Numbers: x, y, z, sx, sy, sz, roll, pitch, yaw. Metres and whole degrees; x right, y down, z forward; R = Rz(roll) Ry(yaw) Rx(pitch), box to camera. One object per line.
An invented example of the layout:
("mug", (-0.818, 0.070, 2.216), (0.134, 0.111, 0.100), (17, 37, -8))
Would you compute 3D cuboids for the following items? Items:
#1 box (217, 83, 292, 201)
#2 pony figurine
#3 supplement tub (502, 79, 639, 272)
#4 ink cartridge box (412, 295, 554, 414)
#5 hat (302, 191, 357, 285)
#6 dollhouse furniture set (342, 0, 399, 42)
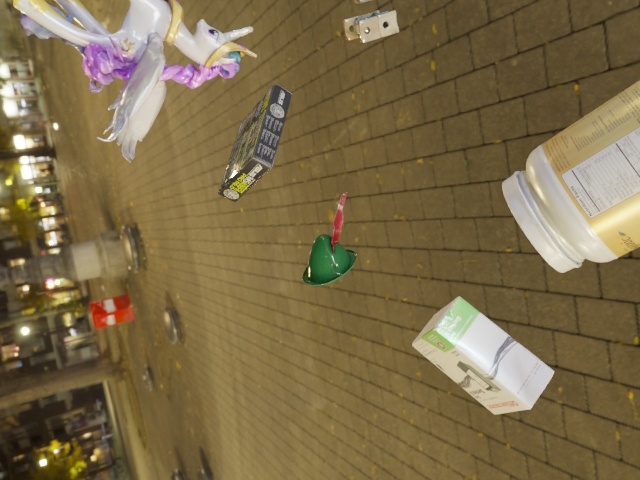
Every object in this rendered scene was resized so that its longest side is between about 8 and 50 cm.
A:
("box", (-0.180, -0.264, 1.449), (0.216, 0.060, 0.269), (-32, 39, 48))
("pony figurine", (-0.343, -0.351, 0.974), (0.350, 0.364, 0.303), (-55, 17, -5))
("supplement tub", (0.309, -0.067, 0.545), (0.200, 0.144, 0.144), (-36, 65, 31))
("ink cartridge box", (0.381, 0.283, 1.277), (0.273, 0.114, 0.198), (39, 160, 9))
("hat", (0.000, 0.000, 1.551), (0.173, 0.208, 0.183), (-8, 119, 31))
("dollhouse furniture set", (0.141, -0.721, 1.629), (0.129, 0.129, 0.183), (-132, 24, -59))
